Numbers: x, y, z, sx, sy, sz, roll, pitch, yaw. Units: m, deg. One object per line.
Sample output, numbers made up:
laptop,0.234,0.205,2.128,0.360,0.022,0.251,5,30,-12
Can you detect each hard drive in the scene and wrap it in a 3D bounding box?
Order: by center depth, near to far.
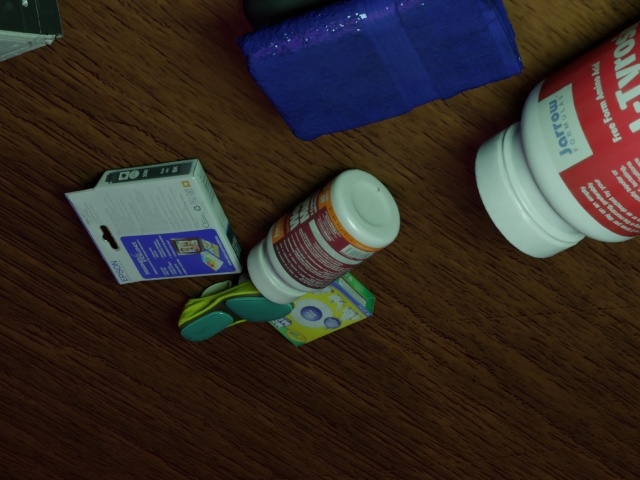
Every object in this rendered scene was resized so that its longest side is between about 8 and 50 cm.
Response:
hard drive,-0.516,-0.255,1.805,0.237,0.064,0.339,-13,177,31

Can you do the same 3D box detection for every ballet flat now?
ballet flat,-0.129,0.091,2.241,0.231,0.077,0.077,-20,137,37

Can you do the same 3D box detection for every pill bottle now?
pill bottle,0.394,-0.138,1.766,0.229,0.229,0.408,38,132,-26
pill bottle,0.000,0.000,2.085,0.121,0.121,0.221,35,133,-23

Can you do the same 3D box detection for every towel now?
towel,0.077,-0.237,1.788,0.308,0.076,0.227,-17,149,13

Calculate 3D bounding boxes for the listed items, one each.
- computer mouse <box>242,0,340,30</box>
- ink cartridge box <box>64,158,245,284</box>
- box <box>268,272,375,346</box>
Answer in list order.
computer mouse,0.013,-0.306,1.789,0.272,0.072,0.188,-23,128,32
ink cartridge box,-0.242,-0.024,2.170,0.208,0.045,0.206,-6,135,18
box,-0.018,0.101,2.258,0.179,0.043,0.105,-24,126,35
